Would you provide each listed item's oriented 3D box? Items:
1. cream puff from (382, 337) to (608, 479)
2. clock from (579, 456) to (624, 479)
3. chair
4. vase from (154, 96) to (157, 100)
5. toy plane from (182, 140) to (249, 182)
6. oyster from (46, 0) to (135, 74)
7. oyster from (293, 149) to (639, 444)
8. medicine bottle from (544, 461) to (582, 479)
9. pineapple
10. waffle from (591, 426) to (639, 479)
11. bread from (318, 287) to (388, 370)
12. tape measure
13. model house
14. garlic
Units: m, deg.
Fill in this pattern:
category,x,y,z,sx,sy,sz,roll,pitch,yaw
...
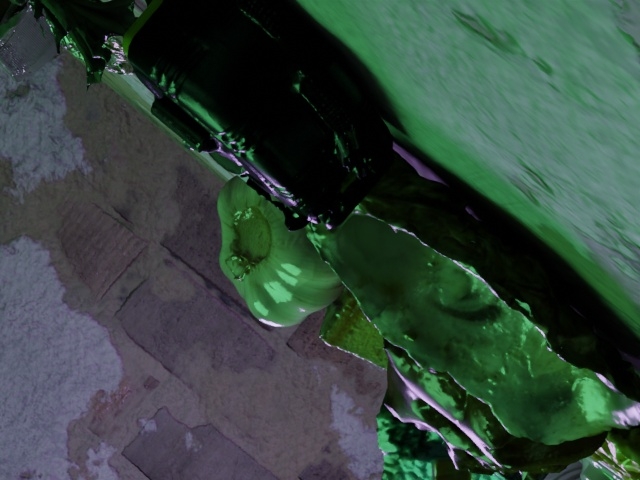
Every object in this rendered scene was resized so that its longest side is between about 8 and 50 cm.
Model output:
category,x,y,z,sx,sy,sz,roll,pitch,yaw
cream puff,0.165,0.137,1.365,0.241,0.155,0.269,46,161,7
clock,0.426,0.342,1.789,0.318,0.080,0.318,40,178,2
chair,-0.457,-0.351,1.837,0.186,0.160,0.319,34,176,4
vase,-0.170,-0.167,1.860,0.060,0.060,0.211,39,178,16
toy plane,-0.066,-0.103,1.336,0.174,0.080,0.174,23,168,5
oyster,-0.296,-0.279,1.815,0.125,0.064,0.177,23,161,19
oyster,0.123,0.032,1.031,0.396,0.111,0.204,42,159,-18
medicine bottle,0.471,0.495,2.227,0.208,0.208,0.340,42,176,-31
pineapple,-0.314,-0.288,1.457,0.277,0.119,0.130,39,133,-3
waffle,0.300,0.204,1.533,0.312,0.060,0.307,37,176,12
bread,0.077,0.095,1.886,0.147,0.152,0.127,32,-178,-24
tape measure,-0.055,-0.105,0.925,0.199,0.112,0.186,37,174,28
model house,0.241,0.274,1.951,0.241,0.225,0.261,10,-156,27
garlic,0.000,0.000,1.582,0.226,0.199,0.199,0,-152,-44
